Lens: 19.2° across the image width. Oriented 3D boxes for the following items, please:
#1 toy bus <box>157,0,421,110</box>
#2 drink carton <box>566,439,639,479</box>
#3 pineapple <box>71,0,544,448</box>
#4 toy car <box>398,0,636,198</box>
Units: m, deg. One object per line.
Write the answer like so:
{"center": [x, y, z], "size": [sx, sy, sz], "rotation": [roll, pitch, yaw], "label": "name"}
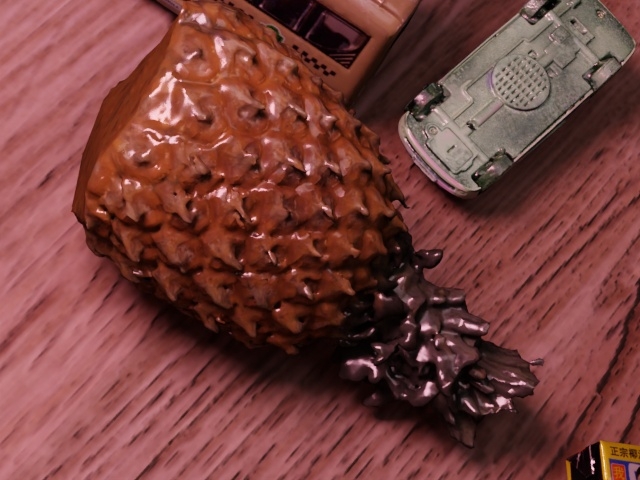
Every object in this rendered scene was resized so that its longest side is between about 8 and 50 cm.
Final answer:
{"center": [-0.057, -0.234, 1.413], "size": [0.289, 0.157, 0.139], "rotation": [35, 56, -3], "label": "toy bus"}
{"center": [0.223, 0.230, 1.351], "size": [0.071, 0.056, 0.166], "rotation": [12, 60, -26], "label": "drink carton"}
{"center": [0.000, 0.000, 1.307], "size": [0.362, 0.202, 0.202], "rotation": [36, 55, -16], "label": "pineapple"}
{"center": [0.150, -0.115, 1.489], "size": [0.224, 0.076, 0.090], "rotation": [-41, 85, -26], "label": "toy car"}
